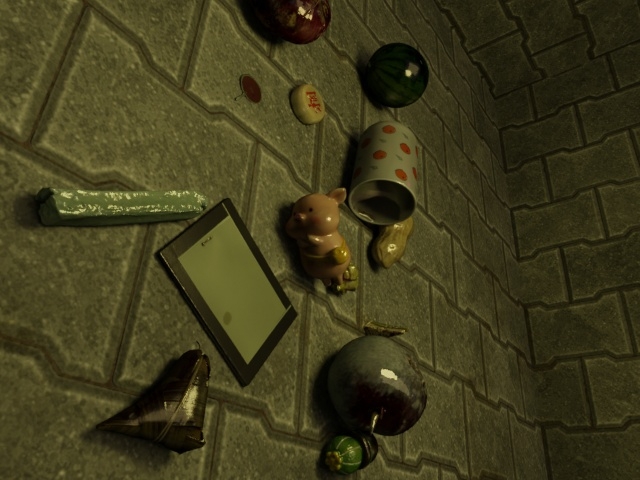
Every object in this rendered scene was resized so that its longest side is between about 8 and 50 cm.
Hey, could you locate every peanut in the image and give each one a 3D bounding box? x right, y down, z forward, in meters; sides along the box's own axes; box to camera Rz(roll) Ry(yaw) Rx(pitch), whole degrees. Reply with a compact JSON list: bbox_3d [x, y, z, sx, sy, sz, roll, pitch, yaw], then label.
[{"bbox_3d":[0.236,-0.012,1.762,0.123,0.124,0.256,58,39,-21],"label":"peanut"}]

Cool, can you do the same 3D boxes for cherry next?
[{"bbox_3d":[0.141,0.365,1.340,0.255,0.218,0.296,23,24,-8],"label":"cherry"}]

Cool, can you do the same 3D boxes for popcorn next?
[{"bbox_3d":[0.062,0.097,1.483,0.109,0.089,0.097,62,-2,-32],"label":"popcorn"}]

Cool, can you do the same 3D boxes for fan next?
[{"bbox_3d":[-0.193,-0.393,1.399,0.085,0.005,0.133,59,34,-21],"label":"fan"}]

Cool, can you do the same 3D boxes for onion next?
[{"bbox_3d":[-0.088,-0.674,1.521,0.247,0.190,0.246,27,41,-27],"label":"onion"}]

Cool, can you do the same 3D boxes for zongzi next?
[{"bbox_3d":[-0.277,0.254,0.915,0.184,0.084,0.187,30,44,-34],"label":"zongzi"}]

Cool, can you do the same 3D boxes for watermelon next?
[{"bbox_3d":[0.286,-0.622,2.004,0.242,0.243,0.242,30,52,-47],"label":"watermelon"}]

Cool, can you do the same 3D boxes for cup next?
[{"bbox_3d":[0.215,-0.237,1.742,0.212,0.213,0.317,45,41,-36],"label":"cup"}]

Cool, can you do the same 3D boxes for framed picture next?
[{"bbox_3d":[-0.186,0.105,1.168,0.346,0.016,0.265,61,35,-18],"label":"framed picture"}]

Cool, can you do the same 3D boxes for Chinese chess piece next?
[{"bbox_3d":[-0.037,-0.409,1.595,0.122,0.051,0.121,30,52,-47],"label":"Chinese chess piece"}]

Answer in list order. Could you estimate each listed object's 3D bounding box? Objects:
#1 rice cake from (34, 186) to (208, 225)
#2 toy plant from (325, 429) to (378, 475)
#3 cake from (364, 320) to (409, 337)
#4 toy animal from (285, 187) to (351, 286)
[{"bbox_3d":[-0.342,-0.063,0.968,0.336,0.066,0.062,-3,78,-57],"label":"rice cake"},{"bbox_3d":[0.072,0.516,1.291,0.162,0.093,0.092,9,68,-55],"label":"toy plant"},{"bbox_3d":[0.196,0.273,1.556,0.051,0.140,0.055,-18,105,-49],"label":"cake"},{"bbox_3d":[0.003,-0.001,1.372,0.149,0.165,0.247,-15,94,-62],"label":"toy animal"}]
